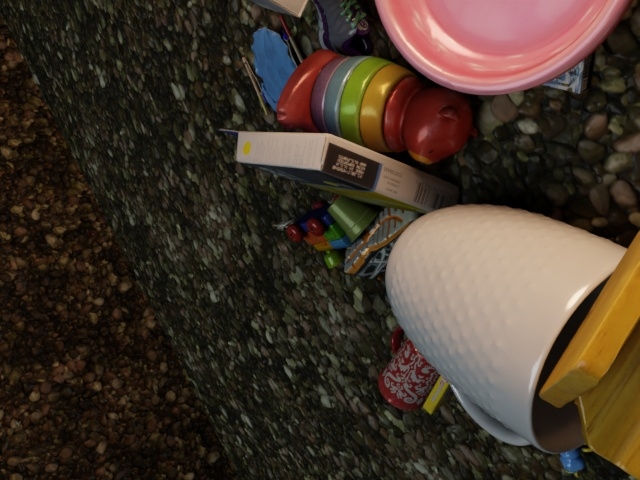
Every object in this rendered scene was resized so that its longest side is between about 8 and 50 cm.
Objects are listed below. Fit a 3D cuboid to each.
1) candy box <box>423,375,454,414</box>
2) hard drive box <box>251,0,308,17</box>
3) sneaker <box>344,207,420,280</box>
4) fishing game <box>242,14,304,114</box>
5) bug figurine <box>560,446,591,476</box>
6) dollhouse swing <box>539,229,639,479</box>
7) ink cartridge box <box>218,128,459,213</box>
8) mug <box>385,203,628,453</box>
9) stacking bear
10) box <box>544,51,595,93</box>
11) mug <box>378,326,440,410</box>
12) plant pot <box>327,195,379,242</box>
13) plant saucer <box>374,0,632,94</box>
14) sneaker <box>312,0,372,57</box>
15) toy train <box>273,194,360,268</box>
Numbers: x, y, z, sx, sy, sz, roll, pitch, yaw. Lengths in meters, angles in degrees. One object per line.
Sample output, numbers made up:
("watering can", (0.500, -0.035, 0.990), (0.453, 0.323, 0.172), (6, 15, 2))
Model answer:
("candy box", (0.256, 0.236, 1.211), (0.027, 0.105, 0.205), (46, 145, 26))
("hard drive box", (-0.044, -0.453, 0.940), (0.232, 0.089, 0.181), (-61, 32, 11))
("sneaker", (0.130, 0.006, 1.260), (0.083, 0.084, 0.215), (27, 140, -16))
("fishing game", (-0.082, -0.340, 1.339), (0.189, 0.041, 0.264), (65, 157, -2))
("bug figurine", (0.449, 0.296, 1.005), (0.279, 0.072, 0.216), (-3, 111, 57))
("dollhouse swing", (0.428, 0.126, 0.556), (0.347, 0.315, 0.305), (32, -179, 13))
("ink cartridge box", (0.022, -0.116, 1.125), (0.307, 0.304, 0.072), (11, 88, 51))
("mug", (0.261, 0.132, 0.960), (0.328, 0.276, 0.373), (33, 136, 48))
("stacking bear", (0.105, -0.205, 1.058), (0.289, 0.175, 0.164), (22, 86, 33))
("box", (0.302, -0.264, 0.839), (0.094, 0.027, 0.136), (28, 135, 41))
("mug", (0.182, 0.236, 1.320), (0.150, 0.113, 0.169), (46, 142, 22))
("plant pot", (0.058, -0.052, 1.285), (0.079, 0.083, 0.083), (41, 147, 0))
("plant saucer", (0.216, -0.342, 0.778), (0.332, 0.084, 0.331), (13, 111, 36))
("sneaker", (0.041, -0.385, 1.064), (0.098, 0.083, 0.223), (31, 162, 26))
("toy train", (0.000, 0.000, 1.430), (0.143, 0.105, 0.248), (55, 151, -12))
